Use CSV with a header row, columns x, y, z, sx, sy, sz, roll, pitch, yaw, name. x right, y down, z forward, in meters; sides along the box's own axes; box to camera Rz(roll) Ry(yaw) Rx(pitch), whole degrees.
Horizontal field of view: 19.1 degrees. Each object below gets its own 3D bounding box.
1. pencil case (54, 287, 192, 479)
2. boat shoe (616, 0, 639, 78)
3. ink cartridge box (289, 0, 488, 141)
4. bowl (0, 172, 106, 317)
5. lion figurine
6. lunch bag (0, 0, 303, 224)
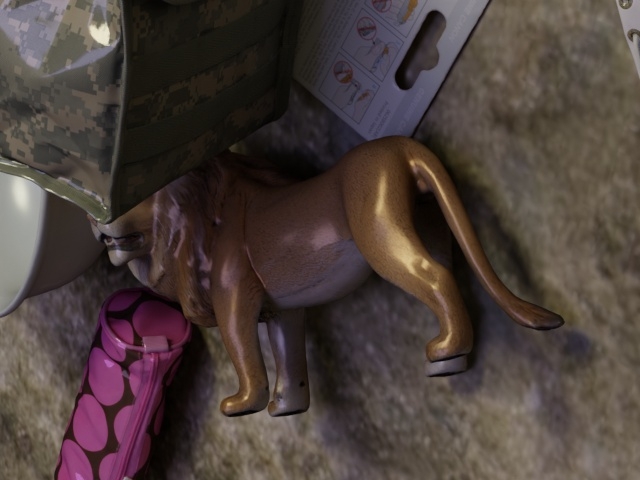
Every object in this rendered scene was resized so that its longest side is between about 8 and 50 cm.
x,y,z,sx,sy,sz,roll,pitch,yaw,name
-0.173,0.148,1.685,0.098,0.095,0.209,-99,22,-58,pencil case
0.207,-0.185,1.190,0.096,0.098,0.277,-14,88,48,boat shoe
0.019,-0.203,1.448,0.232,0.066,0.189,38,126,12,ink cartridge box
-0.243,-0.085,1.667,0.298,0.134,0.298,18,111,56,bowl
0.000,0.000,1.454,0.392,0.142,0.240,-16,78,34,lion figurine
-0.121,-0.196,1.361,0.169,0.235,0.287,23,123,22,lunch bag
